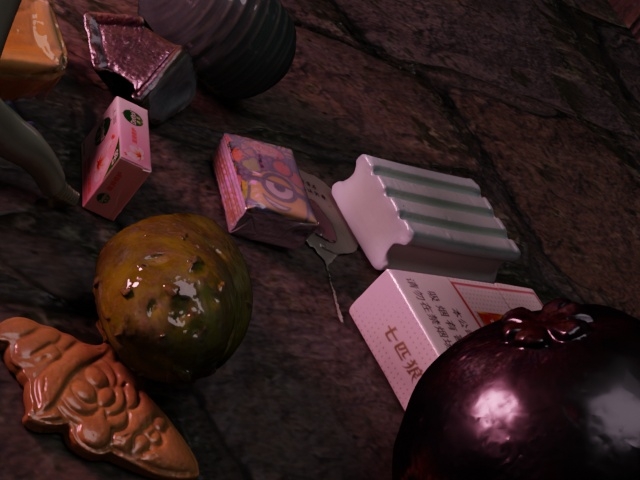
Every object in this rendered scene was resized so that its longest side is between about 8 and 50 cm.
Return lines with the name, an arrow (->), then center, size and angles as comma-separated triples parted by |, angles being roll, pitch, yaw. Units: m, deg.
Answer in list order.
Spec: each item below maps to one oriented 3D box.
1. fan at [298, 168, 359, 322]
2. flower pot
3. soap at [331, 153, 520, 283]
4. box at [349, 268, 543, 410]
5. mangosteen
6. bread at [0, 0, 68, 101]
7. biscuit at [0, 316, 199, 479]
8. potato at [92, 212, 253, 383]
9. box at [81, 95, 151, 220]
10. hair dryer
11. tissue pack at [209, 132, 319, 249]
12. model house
fan -> 0.001, -0.001, 1.908 | 0.182, 0.010, 0.310 | 23, 33, -33
flower pot -> -0.144, -0.297, 1.956 | 0.243, 0.157, 0.189 | 39, 1, -34
soap -> 0.156, -0.025, 2.055 | 0.265, 0.087, 0.160 | 8, 44, -47
box -> 0.213, 0.156, 1.874 | 0.330, 0.095, 0.210 | 10, 42, -47
mangosteen -> 0.273, 0.283, 1.545 | 0.382, 0.382, 0.435 | -42, 123, -62
bread -> -0.406, -0.223, 1.574 | 0.241, 0.107, 0.136 | -3, 71, -51
biscuit -> -0.219, 0.158, 1.388 | 0.250, 0.035, 0.162 | 39, 32, -9
potato -> -0.154, 0.056, 1.494 | 0.176, 0.141, 0.298 | 54, 9, -8
box -> -0.240, -0.097, 1.652 | 0.043, 0.089, 0.125 | 25, 31, -28
hair dryer -> -0.329, -0.200, 1.485 | 0.119, 0.296, 0.298 | 13, -3, 33
tissue pack -> -0.075, -0.066, 1.841 | 0.108, 0.060, 0.148 | 15, 39, -32
model house -> -0.246, -0.231, 1.845 | 0.152, 0.106, 0.165 | 35, -9, 11
